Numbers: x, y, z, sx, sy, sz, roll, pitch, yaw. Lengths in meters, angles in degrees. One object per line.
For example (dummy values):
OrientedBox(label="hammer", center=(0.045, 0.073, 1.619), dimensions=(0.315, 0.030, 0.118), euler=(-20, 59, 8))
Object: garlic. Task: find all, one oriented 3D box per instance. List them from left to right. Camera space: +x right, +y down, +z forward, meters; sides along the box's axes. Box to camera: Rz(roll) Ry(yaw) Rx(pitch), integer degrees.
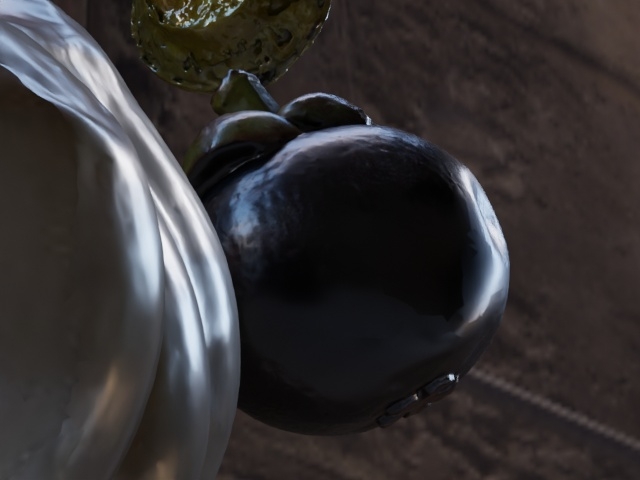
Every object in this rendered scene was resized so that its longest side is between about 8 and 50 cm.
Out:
OrientedBox(label="garlic", center=(-0.111, 0.037, 0.434), dimensions=(0.185, 0.281, 0.203), euler=(38, -86, -20))

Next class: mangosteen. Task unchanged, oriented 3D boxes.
OrientedBox(label="mangosteen", center=(0.000, 0.000, 0.724), dimensions=(0.137, 0.151, 0.137), euler=(-24, -16, -8))

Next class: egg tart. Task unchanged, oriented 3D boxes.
OrientedBox(label="egg tart", center=(-0.051, -0.140, 1.006), dimensions=(0.130, 0.130, 0.052), euler=(-25, -27, 18))
